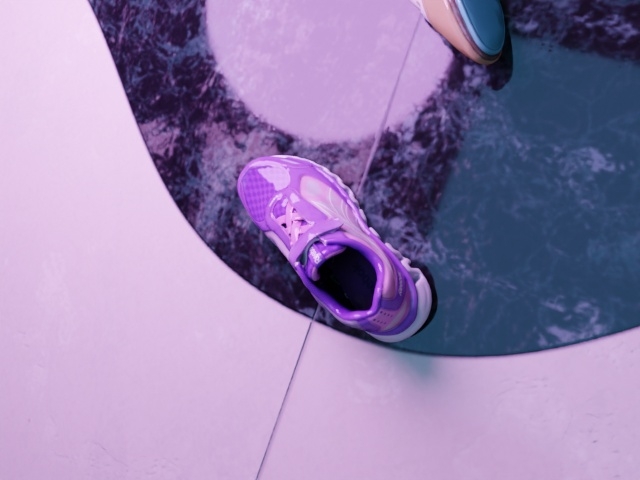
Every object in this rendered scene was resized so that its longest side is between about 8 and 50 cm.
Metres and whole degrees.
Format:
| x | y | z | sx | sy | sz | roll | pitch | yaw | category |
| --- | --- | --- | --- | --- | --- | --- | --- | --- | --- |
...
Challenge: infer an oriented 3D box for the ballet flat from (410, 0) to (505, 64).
| x | y | z | sx | sy | sz | roll | pitch | yaw | category |
| --- | --- | --- | --- | --- | --- | --- | --- | --- | --- |
| 0.109 | -0.259 | 0.594 | 0.073 | 0.080 | 0.232 | -22 | 76 | 50 | ballet flat |

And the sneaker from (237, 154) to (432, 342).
| x | y | z | sx | sy | sz | roll | pitch | yaw | category |
| --- | --- | --- | --- | --- | --- | --- | --- | --- | --- |
| 0.000 | 0.000 | 0.606 | 0.236 | 0.104 | 0.095 | 45 | 107 | 19 | sneaker |
